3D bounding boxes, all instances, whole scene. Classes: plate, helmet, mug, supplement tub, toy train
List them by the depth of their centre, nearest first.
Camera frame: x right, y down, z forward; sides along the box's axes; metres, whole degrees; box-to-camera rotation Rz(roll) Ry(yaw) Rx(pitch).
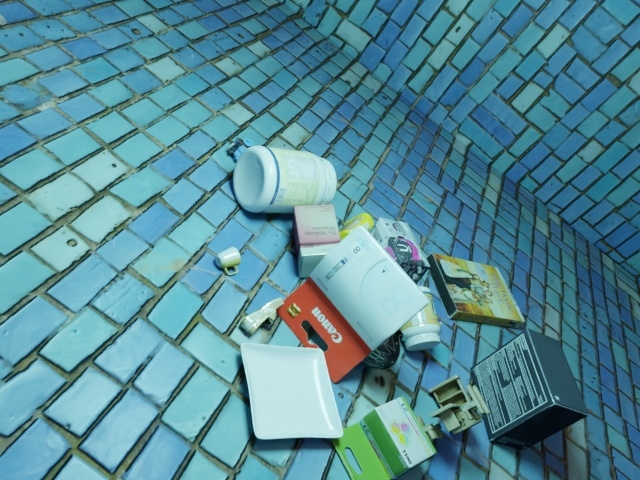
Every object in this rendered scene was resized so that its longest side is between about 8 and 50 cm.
[{"bbox_3d":[-0.087,0.424,1.551,0.277,0.045,0.278,12,44,-33],"label":"plate"},{"bbox_3d":[-0.290,0.063,1.745,0.064,0.062,0.078,-19,59,-41],"label":"mug"},{"bbox_3d":[0.180,0.328,1.783,0.169,0.169,0.161,46,20,9],"label":"helmet"},{"bbox_3d":[0.341,0.277,1.971,0.144,0.144,0.199,8,60,-35],"label":"supplement tub"},{"bbox_3d":[-0.126,-0.215,2.027,0.325,0.235,0.235,-1,52,-41],"label":"supplement tub"},{"bbox_3d":[-0.277,-0.319,2.141,0.184,0.080,0.105,47,43,10],"label":"toy train"}]

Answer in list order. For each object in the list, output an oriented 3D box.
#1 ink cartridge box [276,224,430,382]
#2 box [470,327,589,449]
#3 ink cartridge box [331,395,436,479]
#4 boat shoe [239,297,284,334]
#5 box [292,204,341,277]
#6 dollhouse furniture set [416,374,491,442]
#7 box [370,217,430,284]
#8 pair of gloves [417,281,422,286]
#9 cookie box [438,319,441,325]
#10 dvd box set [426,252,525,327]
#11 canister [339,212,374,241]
[{"bbox_3d":[0.083,0.192,1.672,0.308,0.385,0.091,49,3,13],"label":"ink cartridge box"},{"bbox_3d":[0.713,0.518,1.930,0.183,0.294,0.296,21,41,-23],"label":"box"},{"bbox_3d":[0.178,0.576,1.576,0.255,0.097,0.188,-5,55,-45],"label":"ink cartridge box"},{"bbox_3d":[-0.166,0.231,1.676,0.170,0.063,0.059,-30,76,-42],"label":"boat shoe"},{"bbox_3d":[-0.013,0.000,1.947,0.149,0.127,0.232,-3,50,-9],"label":"box"},{"bbox_3d":[0.400,0.514,1.746,0.242,0.212,0.161,31,29,-58],"label":"dollhouse furniture set"},{"bbox_3d":[0.283,0.055,2.131,0.142,0.163,0.247,9,40,-28],"label":"box"},{"bbox_3d":[0.340,0.175,2.197,0.198,0.023,0.159,30,38,-11],"label":"pair of gloves"},{"bbox_3d":[0.394,0.302,2.094,0.107,0.040,0.092,45,36,7],"label":"cookie box"},{"bbox_3d":[0.665,0.217,2.398,0.420,0.062,0.307,13,44,-31],"label":"dvd box set"},{"bbox_3d":[0.116,-0.029,2.131,0.073,0.126,0.170,58,39,-7],"label":"canister"}]
